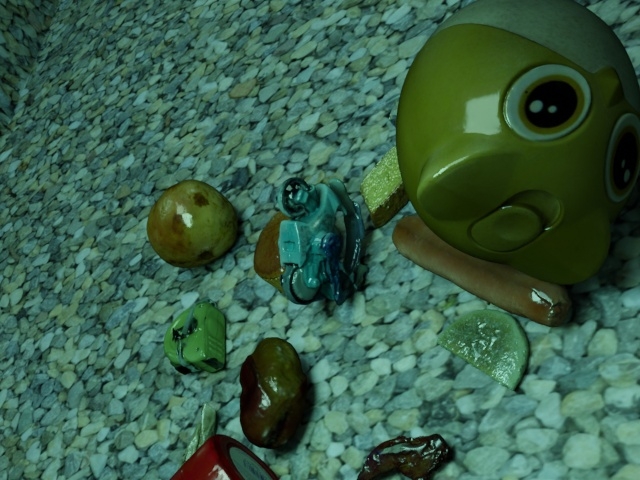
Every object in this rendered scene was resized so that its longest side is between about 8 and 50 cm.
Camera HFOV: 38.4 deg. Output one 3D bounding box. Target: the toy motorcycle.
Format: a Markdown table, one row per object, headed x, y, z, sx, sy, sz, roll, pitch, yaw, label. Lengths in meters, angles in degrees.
| x | y | z | sx | sy | sz | roll | pitch | yaw | label |
| --- | --- | --- | --- | --- | --- | --- | --- | --- | --- |
| 0.000 | 0.000 | 1.847 | 0.154 | 0.206 | 0.260 | 3 | 97 | 50 | toy motorcycle |

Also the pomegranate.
| x | y | z | sx | sy | sz | roll | pitch | yaw | label |
| --- | --- | --- | --- | --- | --- | --- | --- | --- | --- |
| -0.309 | -0.047 | 2.191 | 0.215 | 0.215 | 0.215 | -25 | 46 | 29 | pomegranate |

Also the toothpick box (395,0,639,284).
| x | y | z | sx | sy | sz | roll | pitch | yaw | label |
| --- | --- | --- | --- | --- | --- | --- | --- | --- | --- |
| 0.329 | -0.173 | 1.515 | 0.409 | 0.409 | 0.425 | -19 | 41 | 33 | toothpick box |

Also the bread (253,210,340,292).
| x | y | z | sx | sy | sz | roll | pitch | yaw | label |
| --- | --- | --- | --- | --- | --- | --- | --- | --- | --- |
| -0.059 | 0.014 | 1.992 | 0.199 | 0.104 | 0.199 | -27 | 44 | 29 | bread |

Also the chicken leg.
| x | y | z | sx | sy | sz | roll | pitch | yaw | label |
| --- | --- | --- | --- | --- | --- | --- | --- | --- | --- |
| 0.131 | 0.381 | 1.578 | 0.205 | 0.053 | 0.093 | -21 | 62 | 36 | chicken leg |

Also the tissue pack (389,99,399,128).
| x | y | z | sx | sy | sz | roll | pitch | yaw | label |
| --- | --- | --- | --- | --- | --- | --- | --- | --- | --- |
| 0.232 | -0.248 | 1.912 | 0.148 | 0.109 | 0.060 | -2 | 56 | 44 | tissue pack |

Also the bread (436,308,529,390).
| x | y | z | sx | sy | sz | roll | pitch | yaw | label |
| --- | --- | --- | --- | --- | --- | --- | --- | --- | --- |
| 0.292 | 0.170 | 1.593 | 0.112 | 0.036 | 0.193 | -53 | 40 | -5 | bread |

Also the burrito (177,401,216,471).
| x | y | z | sx | sy | sz | roll | pitch | yaw | label |
| --- | --- | --- | --- | --- | --- | --- | --- | --- | --- |
| -0.261 | 0.448 | 1.891 | 0.063 | 0.058 | 0.229 | -6 | 59 | 35 | burrito |

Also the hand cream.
| x | y | z | sx | sy | sz | roll | pitch | yaw | label |
| --- | --- | --- | --- | --- | --- | --- | --- | --- | --- |
| -0.162 | 0.470 | 1.648 | 0.149 | 0.230 | 0.230 | -47 | 39 | 1 | hand cream |

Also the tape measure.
| x | y | z | sx | sy | sz | roll | pitch | yaw | label |
| --- | --- | --- | --- | --- | --- | --- | --- | --- | --- |
| -0.282 | 0.219 | 2.059 | 0.154 | 0.087 | 0.177 | -27 | 43 | 28 | tape measure |

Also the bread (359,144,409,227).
| x | y | z | sx | sy | sz | roll | pitch | yaw | label |
| --- | --- | --- | --- | --- | --- | --- | --- | --- | --- |
| 0.152 | -0.121 | 1.932 | 0.187 | 0.065 | 0.103 | -48 | 45 | 6 | bread |

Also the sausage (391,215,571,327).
| x | y | z | sx | sy | sz | roll | pitch | yaw | label |
| --- | --- | --- | --- | --- | --- | --- | --- | --- | --- |
| 0.281 | 0.050 | 1.650 | 0.094 | 0.094 | 0.419 | -39 | 37 | -19 | sausage |

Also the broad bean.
| x | y | z | sx | sy | sz | roll | pitch | yaw | label |
| --- | --- | --- | --- | --- | --- | --- | --- | --- | --- |
| -0.095 | 0.296 | 1.799 | 0.156 | 0.122 | 0.228 | -55 | 25 | 38 | broad bean |
